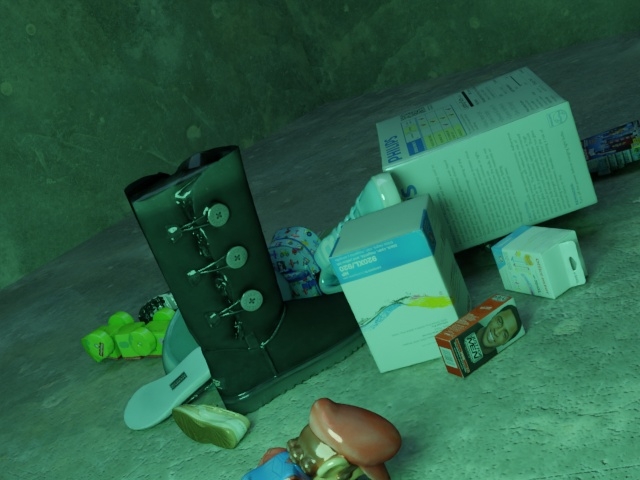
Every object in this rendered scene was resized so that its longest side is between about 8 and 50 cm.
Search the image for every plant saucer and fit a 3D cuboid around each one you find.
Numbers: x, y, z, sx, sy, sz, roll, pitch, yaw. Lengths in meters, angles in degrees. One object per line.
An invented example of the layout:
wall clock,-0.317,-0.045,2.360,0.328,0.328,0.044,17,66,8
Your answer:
plant saucer,-0.204,0.165,1.671,0.317,0.044,0.318,-22,38,19

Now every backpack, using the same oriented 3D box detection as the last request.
backpack,-0.054,0.063,1.770,0.158,0.173,0.117,-7,23,39

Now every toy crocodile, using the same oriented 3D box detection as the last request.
toy crocodile,-0.423,0.230,1.875,0.340,0.105,0.115,-7,22,29

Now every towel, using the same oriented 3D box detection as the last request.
towel,0.000,0.000,2.156,0.152,0.023,0.113,-17,16,25

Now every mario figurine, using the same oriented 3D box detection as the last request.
mario figurine,-0.027,0.345,1.060,0.320,0.170,0.198,-33,54,0

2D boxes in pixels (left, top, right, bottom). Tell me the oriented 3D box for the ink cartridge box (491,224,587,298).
ink cartridge box,0.392,0.037,1.436,0.090,0.092,0.143,-31,18,-23

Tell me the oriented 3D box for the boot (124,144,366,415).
boot,-0.103,0.035,1.452,0.367,0.445,0.146,-32,20,-28

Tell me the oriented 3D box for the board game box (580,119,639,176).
board game box,0.650,-0.198,1.877,0.194,0.060,0.194,-16,18,23

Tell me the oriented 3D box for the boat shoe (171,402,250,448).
boat shoe,-0.186,0.311,1.394,0.170,0.063,0.059,8,31,42

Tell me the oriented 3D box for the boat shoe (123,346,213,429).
boat shoe,-0.268,0.283,1.541,0.228,0.076,0.080,-42,58,6

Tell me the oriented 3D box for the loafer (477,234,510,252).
loafer,0.389,-0.028,1.710,0.170,0.061,0.062,-31,-25,-18

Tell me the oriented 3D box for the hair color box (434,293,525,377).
hair color box,0.256,0.151,1.300,0.141,0.072,0.043,-31,19,-24

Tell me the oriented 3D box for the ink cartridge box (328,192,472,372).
ink cartridge box,0.145,0.074,1.396,0.168,0.233,0.171,-19,18,18

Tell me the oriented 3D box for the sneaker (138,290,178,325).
sneaker,-0.346,0.150,2.045,0.234,0.078,0.106,-30,-4,11

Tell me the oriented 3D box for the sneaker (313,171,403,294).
sneaker,0.069,0.013,1.576,0.150,0.366,0.135,-16,58,-17

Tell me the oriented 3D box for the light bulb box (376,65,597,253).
light bulb box,0.324,-0.167,1.684,0.361,0.225,0.358,-20,20,9
